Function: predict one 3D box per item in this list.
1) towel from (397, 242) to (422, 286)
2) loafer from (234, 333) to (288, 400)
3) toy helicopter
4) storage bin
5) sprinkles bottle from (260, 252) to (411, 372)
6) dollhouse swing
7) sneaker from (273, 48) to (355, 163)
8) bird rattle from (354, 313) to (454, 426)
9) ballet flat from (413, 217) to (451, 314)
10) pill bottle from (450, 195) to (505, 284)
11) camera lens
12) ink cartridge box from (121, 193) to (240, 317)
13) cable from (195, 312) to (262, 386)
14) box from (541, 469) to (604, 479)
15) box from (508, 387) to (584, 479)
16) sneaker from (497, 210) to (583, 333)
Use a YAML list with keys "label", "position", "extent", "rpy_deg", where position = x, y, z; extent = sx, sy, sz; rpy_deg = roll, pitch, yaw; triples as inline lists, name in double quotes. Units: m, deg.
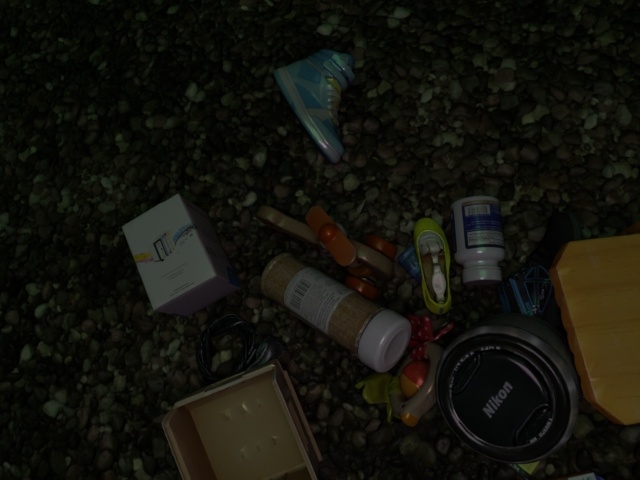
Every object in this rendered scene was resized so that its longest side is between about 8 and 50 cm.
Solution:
- label: "towel"
  position: [0.244, 0.065, 1.099]
  extent: [0.067, 0.029, 0.119]
  rpy_deg: [-43, 73, -1]
- label: "loafer"
  position: [-0.142, 0.310, 1.096]
  extent: [0.061, 0.062, 0.170]
  rpy_deg: [29, 84, 11]
- label: "toy helicopter"
  position: [0.000, 0.000, 1.055]
  extent: [0.354, 0.235, 0.140]
  rpy_deg: [24, 82, 16]
- label: "storage bin"
  position: [-0.163, 0.431, 1.004]
  extent: [0.262, 0.123, 0.261]
  rpy_deg: [-23, 88, 5]
- label: "sprinkles bottle"
  position: [0.022, 0.145, 1.015]
  extent: [0.355, 0.121, 0.121]
  rpy_deg: [27, 82, 37]
- label: "dollhouse swing"
  position: [0.573, 0.156, 0.863]
  extent: [0.304, 0.315, 0.347]
  rpy_deg: [-12, 74, 8]
- label: "sneaker"
  position: [0.028, -0.368, 1.202]
  extent: [0.208, 0.127, 0.319]
  rpy_deg: [-30, 73, 4]
- label: "bird rattle"
  position: [0.209, 0.280, 0.971]
  extent: [0.143, 0.207, 0.253]
  rpy_deg: [42, 92, -10]
- label: "ballet flat"
  position: [0.257, 0.049, 1.044]
  extent: [0.077, 0.077, 0.231]
  rpy_deg: [-7, 73, 9]
- label: "pill bottle"
  position: [0.357, 0.003, 1.051]
  extent: [0.111, 0.112, 0.187]
  rpy_deg: [-3, 76, 10]
- label: "camera lens"
  position: [0.342, 0.248, 0.835]
  extent: [0.219, 0.274, 0.220]
  rpy_deg: [-1, 89, 30]
- label: "ink cartridge box"
  position: [-0.339, 0.042, 1.143]
  extent: [0.168, 0.171, 0.233]
  rpy_deg: [-29, 72, 2]
- label: "cable"
  position: [-0.237, 0.271, 1.129]
  extent: [0.150, 0.047, 0.185]
  rpy_deg: [30, 84, 16]
- label: "box"
  position: [0.509, 0.518, 0.934]
  extent: [0.136, 0.028, 0.081]
  rpy_deg: [-15, 73, 4]
- label: "box"
  position: [0.454, 0.369, 0.966]
  extent: [0.087, 0.058, 0.232]
  rpy_deg: [35, 85, 18]
- label: "sneaker"
  position: [0.466, 0.086, 1.003]
  extent: [0.139, 0.125, 0.341]
  rpy_deg: [16, 77, 19]
